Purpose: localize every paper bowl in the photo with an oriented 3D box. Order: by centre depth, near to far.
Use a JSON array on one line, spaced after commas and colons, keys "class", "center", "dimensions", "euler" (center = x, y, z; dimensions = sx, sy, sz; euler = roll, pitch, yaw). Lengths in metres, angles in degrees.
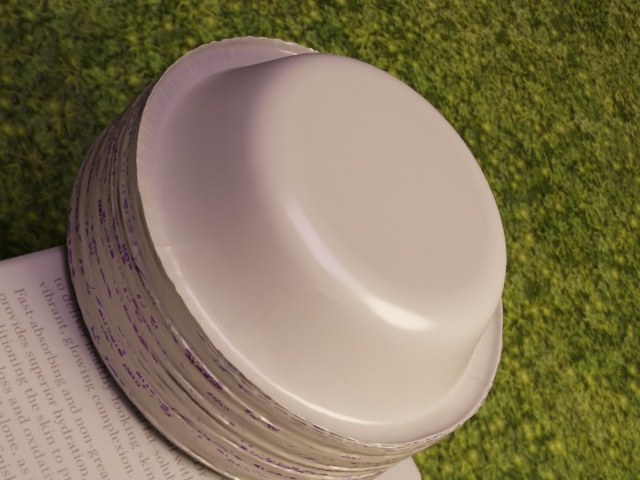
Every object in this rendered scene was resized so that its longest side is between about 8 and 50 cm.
[{"class": "paper bowl", "center": [0.000, 0.000, 0.845], "dimensions": [0.284, 0.148, 0.284], "euler": [23, 48, -29]}]

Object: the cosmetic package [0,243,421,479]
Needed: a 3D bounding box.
[{"class": "cosmetic package", "center": [-0.171, 0.139, 0.821], "dimensions": [0.453, 0.161, 0.230], "euler": [-16, 75, -47]}]
